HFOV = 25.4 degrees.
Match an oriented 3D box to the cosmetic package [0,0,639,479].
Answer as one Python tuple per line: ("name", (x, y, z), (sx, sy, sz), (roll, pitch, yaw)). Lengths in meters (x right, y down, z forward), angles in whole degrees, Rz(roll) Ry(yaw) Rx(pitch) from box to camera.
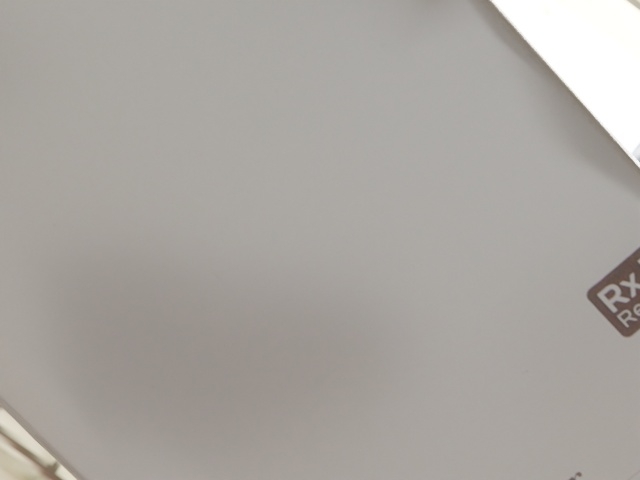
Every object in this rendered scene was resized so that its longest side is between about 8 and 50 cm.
("cosmetic package", (0.000, 0.000, 0.519), (0.385, 0.217, 0.156), (44, -169, -10))
